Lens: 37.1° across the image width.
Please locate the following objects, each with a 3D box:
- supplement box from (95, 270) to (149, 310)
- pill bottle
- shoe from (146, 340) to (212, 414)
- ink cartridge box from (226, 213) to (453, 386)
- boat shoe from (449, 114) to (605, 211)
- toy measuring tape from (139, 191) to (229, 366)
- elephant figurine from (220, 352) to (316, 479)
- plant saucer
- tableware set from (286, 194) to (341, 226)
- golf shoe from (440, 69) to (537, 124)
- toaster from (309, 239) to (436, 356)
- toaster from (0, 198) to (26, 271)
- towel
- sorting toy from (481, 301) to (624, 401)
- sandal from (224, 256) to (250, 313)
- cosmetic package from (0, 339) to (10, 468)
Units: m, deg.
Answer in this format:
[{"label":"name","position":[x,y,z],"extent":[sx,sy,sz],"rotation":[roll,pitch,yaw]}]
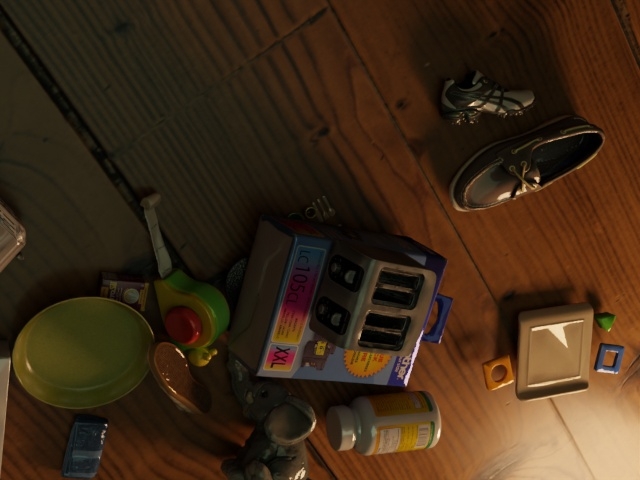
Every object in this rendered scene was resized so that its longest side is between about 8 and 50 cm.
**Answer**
[{"label":"supplement box","position":[-0.349,0.089,1.680],"extent":[0.083,0.043,0.055],"rotation":[6,104,-22]},{"label":"pill bottle","position":[0.123,0.364,1.896],"extent":[0.208,0.117,0.117],"rotation":[-2,106,-20]},{"label":"shoe","position":[-0.265,0.253,1.714],"extent":[0.219,0.058,0.076],"rotation":[63,34,-46]},{"label":"ink cartridge box","position":[0.057,0.117,1.763],"extent":[0.395,0.151,0.270],"rotation":[8,105,-33]},{"label":"boat shoe","position":[0.404,-0.146,1.865],"extent":[0.324,0.097,0.116],"rotation":[-27,113,-12]},{"label":"toy measuring tape","position":[-0.229,0.074,1.677],"extent":[0.121,0.121,0.330],"rotation":[-15,110,-16]},{"label":"elephant figurine","position":[-0.087,0.343,1.802],"extent":[0.186,0.169,0.239],"rotation":[20,81,-53]},{"label":"plant saucer","position":[-0.411,0.189,1.664],"extent":[0.241,0.037,0.241],"rotation":[-9,124,-15]},{"label":"tableware set","position":[0.000,0.000,1.796],"extent":[0.104,0.024,0.154],"rotation":[-30,114,-10]},{"label":"golf shoe","position":[0.321,-0.279,1.808],"extent":[0.198,0.077,0.093],"rotation":[-11,109,-18]},{"label":"toaster","position":[0.093,0.102,1.622],"extent":[0.186,0.110,0.168],"rotation":[12,101,-32]},{"label":"toaster","position":[-0.577,-0.028,1.517],"extent":[0.146,0.129,0.227],"rotation":[-43,113,-9]},{"label":"towel","position":[-0.429,0.378,1.741],"extent":[0.067,0.029,0.119],"rotation":[11,101,-24]},{"label":"sorting toy","position":[0.491,0.234,2.038],"extent":[0.348,0.047,0.196],"rotation":[-6,103,-19]},{"label":"sandal","position":[-0.142,0.108,1.770],"extent":[0.067,0.040,0.179],"rotation":[-12,120,-13]},{"label":"cosmetic package","position":[-0.683,0.353,1.602],"extent":[0.284,0.097,0.377],"rotation":[5,104,-20]}]
